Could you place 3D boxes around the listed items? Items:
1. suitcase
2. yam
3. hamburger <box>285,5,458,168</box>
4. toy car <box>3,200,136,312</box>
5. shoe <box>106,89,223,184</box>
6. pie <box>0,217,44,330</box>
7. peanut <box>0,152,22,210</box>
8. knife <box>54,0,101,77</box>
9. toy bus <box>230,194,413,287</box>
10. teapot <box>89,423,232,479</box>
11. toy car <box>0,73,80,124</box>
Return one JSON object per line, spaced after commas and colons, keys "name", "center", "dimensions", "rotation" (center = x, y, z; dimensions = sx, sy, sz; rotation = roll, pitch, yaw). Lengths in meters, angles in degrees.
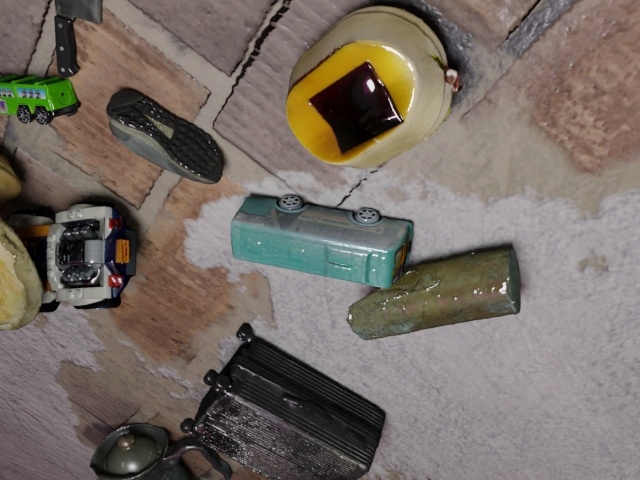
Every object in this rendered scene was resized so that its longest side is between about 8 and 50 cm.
{"name": "suitcase", "center": [-0.070, 0.345, 1.233], "dimensions": [0.335, 0.152, 0.229], "rotation": [31, 134, -7]}
{"name": "yam", "center": [0.167, 0.083, 0.942], "dimensions": [0.259, 0.106, 0.106], "rotation": [-14, 121, 31]}
{"name": "hamburger", "center": [0.056, -0.177, 0.772], "dimensions": [0.173, 0.116, 0.210], "rotation": [50, 133, -10]}
{"name": "toy car", "center": [-0.443, 0.026, 1.091], "dimensions": [0.301, 0.118, 0.193], "rotation": [-5, 83, 28]}
{"name": "shoe", "center": [-0.231, -0.140, 0.949], "dimensions": [0.194, 0.074, 0.077], "rotation": [34, 144, -4]}
{"name": "pie", "center": [-0.568, 0.039, 1.021], "dimensions": [0.274, 0.055, 0.274], "rotation": [10, 126, 14]}
{"name": "peanut", "center": [-0.677, -0.081, 1.110], "dimensions": [0.387, 0.169, 0.192], "rotation": [-9, 133, 25]}
{"name": "knife", "center": [-0.330, -0.326, 0.864], "dimensions": [0.072, 0.019, 0.245], "rotation": [20, 131, 4]}
{"name": "toy bus", "center": [0.000, 0.000, 0.944], "dimensions": [0.262, 0.109, 0.091], "rotation": [9, 125, 14]}
{"name": "teapot", "center": [-0.396, 0.572, 1.515], "dimensions": [0.305, 0.223, 0.285], "rotation": [3, 122, 23]}
{"name": "toy car", "center": [-0.454, -0.217, 0.974], "dimensions": [0.165, 0.071, 0.062], "rotation": [7, 115, 17]}
